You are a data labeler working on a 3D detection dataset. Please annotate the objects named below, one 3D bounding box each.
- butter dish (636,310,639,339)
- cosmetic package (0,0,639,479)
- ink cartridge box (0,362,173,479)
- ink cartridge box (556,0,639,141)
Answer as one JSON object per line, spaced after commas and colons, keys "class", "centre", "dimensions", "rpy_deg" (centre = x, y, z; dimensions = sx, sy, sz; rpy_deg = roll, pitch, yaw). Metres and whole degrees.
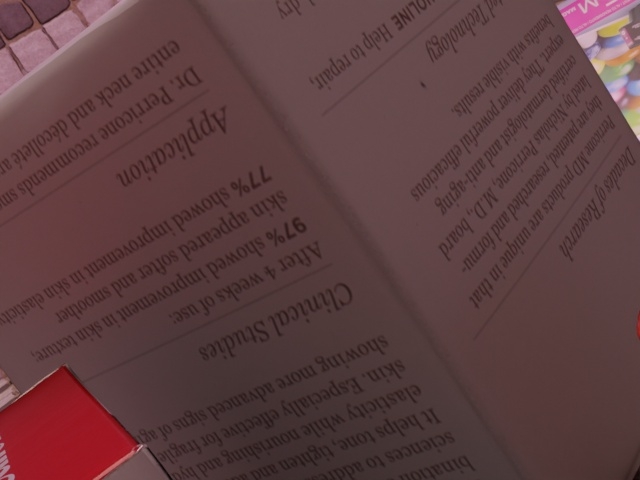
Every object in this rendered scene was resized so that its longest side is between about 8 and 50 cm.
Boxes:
{"class": "butter dish", "centre": [0.233, 0.071, 0.639], "dimensions": [0.160, 0.118, 0.160], "rpy_deg": [17, 32, 15]}
{"class": "cosmetic package", "centre": [0.000, 0.000, 0.873], "dimensions": [0.329, 0.393, 0.327], "rpy_deg": [-25, 14, 40]}
{"class": "ink cartridge box", "centre": [-0.117, 0.159, 0.601], "dimensions": [0.130, 0.271, 0.309], "rpy_deg": [-36, 11, -13]}
{"class": "ink cartridge box", "centre": [0.273, -0.109, 1.078], "dimensions": [0.186, 0.065, 0.311], "rpy_deg": [-30, 44, 14]}
